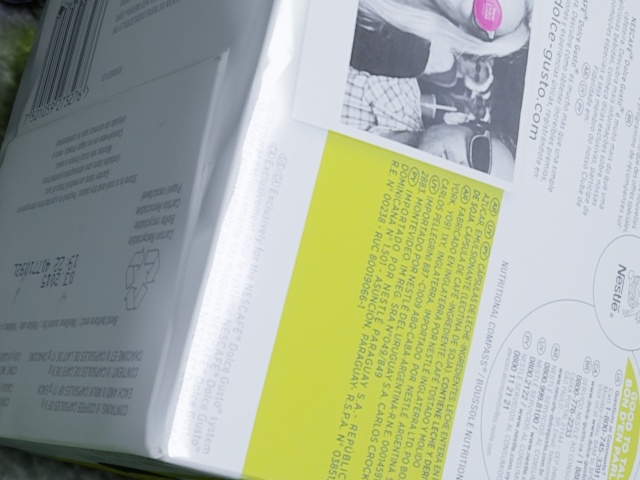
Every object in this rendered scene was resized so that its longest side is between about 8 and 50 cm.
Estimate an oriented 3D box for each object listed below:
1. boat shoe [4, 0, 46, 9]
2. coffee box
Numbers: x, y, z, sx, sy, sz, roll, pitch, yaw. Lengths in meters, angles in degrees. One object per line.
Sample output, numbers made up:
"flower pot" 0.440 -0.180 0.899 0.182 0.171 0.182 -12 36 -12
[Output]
"boat shoe" -0.207 -0.276 0.897 0.500 0.156 0.187 -14 76 -56
"coffee box" 0.000 0.000 0.743 0.334 0.337 0.338 22 74 -33
